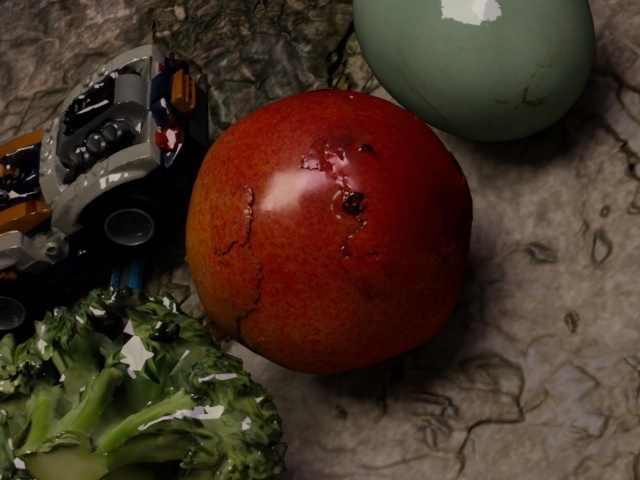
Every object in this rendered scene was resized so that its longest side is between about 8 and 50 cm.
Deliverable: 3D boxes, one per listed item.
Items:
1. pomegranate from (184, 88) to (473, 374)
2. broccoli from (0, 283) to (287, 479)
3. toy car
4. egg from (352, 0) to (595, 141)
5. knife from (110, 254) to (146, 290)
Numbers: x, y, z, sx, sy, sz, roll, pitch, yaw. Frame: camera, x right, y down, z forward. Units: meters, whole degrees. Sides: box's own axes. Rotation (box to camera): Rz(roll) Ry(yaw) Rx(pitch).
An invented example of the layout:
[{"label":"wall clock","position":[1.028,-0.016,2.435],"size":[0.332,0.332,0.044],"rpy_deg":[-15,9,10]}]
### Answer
[{"label":"pomegranate","position":[0.000,0.000,1.278],"size":[0.235,0.210,0.210],"rpy_deg":[-41,29,45]},{"label":"broccoli","position":[-0.142,0.131,1.263],"size":[0.176,0.226,0.198],"rpy_deg":[-113,45,-73]},{"label":"toy car","position":[-0.220,-0.052,1.542],"size":[0.301,0.118,0.193],"rpy_deg":[-34,37,26]},{"label":"egg","position":[0.116,-0.166,1.363],"size":[0.168,0.168,0.231],"rpy_deg":[-40,43,1]},{"label":"knife","position":[-0.158,-0.017,1.559],"size":[0.044,0.026,0.296],"rpy_deg":[-17,44,23]}]
